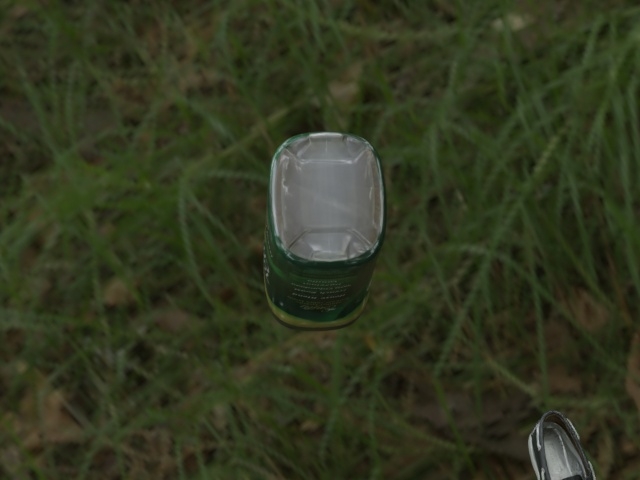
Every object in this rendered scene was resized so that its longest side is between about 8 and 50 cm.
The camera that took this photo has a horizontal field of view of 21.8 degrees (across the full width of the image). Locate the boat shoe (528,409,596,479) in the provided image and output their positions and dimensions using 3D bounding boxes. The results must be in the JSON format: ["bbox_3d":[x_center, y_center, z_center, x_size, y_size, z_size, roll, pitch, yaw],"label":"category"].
[{"bbox_3d":[0.197,0.193,1.313,0.046,0.038,0.125,-6,55,-8],"label":"boat shoe"}]

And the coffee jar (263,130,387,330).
[{"bbox_3d":[0.000,0.000,1.152,0.079,0.184,0.096,-1,71,-3],"label":"coffee jar"}]
